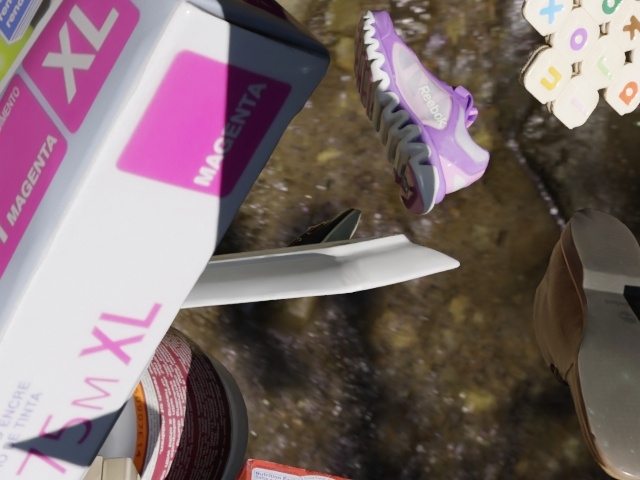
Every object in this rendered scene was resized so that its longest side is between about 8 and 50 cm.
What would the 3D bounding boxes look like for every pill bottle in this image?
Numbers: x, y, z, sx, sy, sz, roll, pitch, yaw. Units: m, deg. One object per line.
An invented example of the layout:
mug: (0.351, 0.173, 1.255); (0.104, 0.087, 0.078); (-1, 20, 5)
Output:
pill bottle: (-0.210, 0.174, 1.269); (0.224, 0.392, 0.224); (-2, 82, 14)

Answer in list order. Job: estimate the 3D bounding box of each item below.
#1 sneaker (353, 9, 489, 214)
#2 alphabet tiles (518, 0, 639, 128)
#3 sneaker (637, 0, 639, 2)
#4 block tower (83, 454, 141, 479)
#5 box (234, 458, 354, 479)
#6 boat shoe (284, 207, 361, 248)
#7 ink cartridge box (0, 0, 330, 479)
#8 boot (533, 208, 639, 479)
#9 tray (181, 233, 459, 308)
sneaker: (0.107, -0.143, 1.451); (0.104, 0.095, 0.236); (-17, 68, -9)
alphabet tiles: (0.348, -0.276, 1.642); (0.278, 0.021, 0.284); (31, 95, -46)
sneaker: (0.333, -0.285, 1.366); (0.235, 0.090, 0.095); (32, 101, -26)
block tower: (-0.265, 0.202, 0.878); (0.335, 0.091, 0.097); (-3, 59, 3)
box: (0.038, 0.286, 1.138); (0.256, 0.128, 0.123); (14, 136, -14)
boat shoe: (0.000, -0.001, 1.531); (0.133, 0.042, 0.049); (-43, 151, -41)
ink cartridge box: (-0.132, -0.065, 0.490); (0.065, 0.311, 0.186); (16, 114, -39)
boot: (0.272, 0.118, 1.347); (0.112, 0.305, 0.115); (16, 135, -16)
tray: (-0.056, 0.024, 0.936); (0.145, 0.270, 0.030); (-12, 94, -59)
